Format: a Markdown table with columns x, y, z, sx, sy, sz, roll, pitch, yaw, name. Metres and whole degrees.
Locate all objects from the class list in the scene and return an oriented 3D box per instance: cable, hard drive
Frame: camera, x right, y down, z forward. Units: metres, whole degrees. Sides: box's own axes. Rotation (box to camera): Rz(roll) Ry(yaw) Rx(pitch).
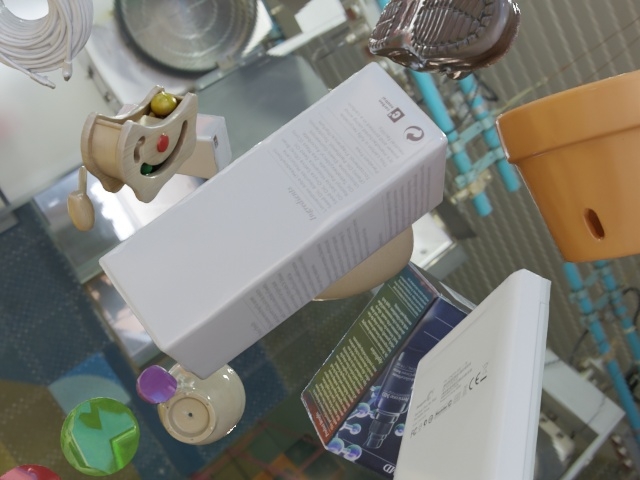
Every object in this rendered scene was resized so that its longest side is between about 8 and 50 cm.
| x | y | z | sx | sy | sz | roll | pitch | yaw | name |
| --- | --- | --- | --- | --- | --- | --- | --- | --- | --- |
| -0.534 | -0.429 | 1.506 | 0.257 | 0.089 | 0.257 | 25 | -54 | -13 | cable |
| 0.111 | 0.195 | 0.695 | 0.040 | 0.307 | 0.203 | 24 | -39 | -8 | hard drive |

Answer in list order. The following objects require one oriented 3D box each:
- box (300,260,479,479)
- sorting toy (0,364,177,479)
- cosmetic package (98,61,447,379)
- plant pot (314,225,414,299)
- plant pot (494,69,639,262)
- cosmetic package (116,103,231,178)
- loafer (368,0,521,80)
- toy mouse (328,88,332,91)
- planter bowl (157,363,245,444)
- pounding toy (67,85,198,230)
| x | y | z | sx | sy | sz | roll | pitch | yaw | name |
| --- | --- | --- | --- | --- | --- | --- | --- | --- | --- |
| 0.202 | 0.292 | 1.786 | 0.294 | 0.395 | 0.212 | 31 | 10 | -24 | box |
| -0.398 | 0.351 | 1.418 | 0.127 | 0.365 | 0.126 | 49 | -27 | -4 | sorting toy |
| -0.049 | -0.017 | 1.170 | 0.161 | 0.453 | 0.230 | 51 | -8 | 18 | cosmetic package |
| 0.000 | 0.000 | 1.522 | 0.284 | 0.191 | 0.284 | 30 | -38 | 26 | plant pot |
| 0.385 | -0.091 | 1.052 | 0.291 | 0.291 | 0.203 | -13 | -90 | 60 | plant pot |
| -0.311 | -0.207 | 1.760 | 0.231 | 0.085 | 0.117 | 9 | -40 | 12 | cosmetic package |
| 0.196 | -0.304 | 1.218 | 0.130 | 0.133 | 0.366 | 23 | 6 | -21 | loafer |
| 0.076 | -0.252 | 1.612 | 0.143 | 0.031 | 0.161 | 36 | -64 | 12 | toy mouse |
| -0.226 | 0.303 | 1.521 | 0.162 | 0.162 | 0.109 | 56 | 10 | -5 | planter bowl |
| -0.319 | -0.154 | 1.304 | 0.155 | 0.269 | 0.154 | 16 | -42 | 19 | pounding toy |
